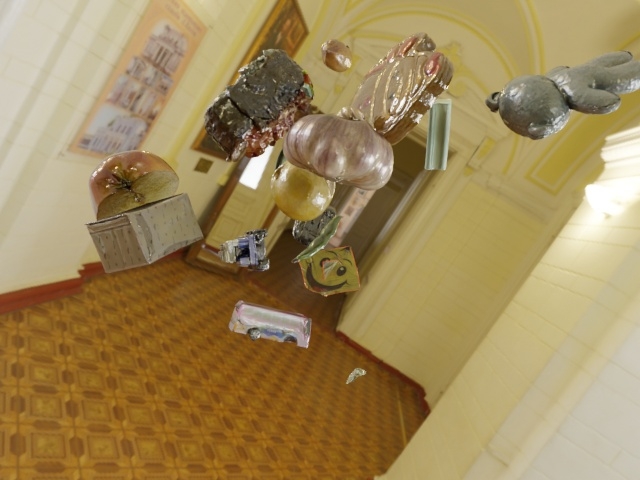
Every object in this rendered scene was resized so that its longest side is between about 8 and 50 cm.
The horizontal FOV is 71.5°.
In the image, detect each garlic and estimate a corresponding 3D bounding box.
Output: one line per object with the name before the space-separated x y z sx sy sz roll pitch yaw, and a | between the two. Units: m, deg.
garlic | 0.043 -0.204 0.953 0.245 0.160 0.245 14 6 -1

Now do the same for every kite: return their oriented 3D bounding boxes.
kite | 0.059 0.146 2.195 0.378 0.327 0.013 27 26 -15

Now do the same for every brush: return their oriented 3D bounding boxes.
brush | -0.033 -0.377 1.072 0.019 0.021 0.083 24 -15 17

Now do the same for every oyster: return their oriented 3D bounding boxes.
oyster | 0.133 0.533 1.758 0.037 0.100 0.098 58 21 13

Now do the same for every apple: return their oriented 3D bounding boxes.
apple | -0.746 -0.200 1.769 0.296 0.328 0.365 10 -14 -3

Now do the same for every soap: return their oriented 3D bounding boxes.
soap | 0.360 -0.325 1.359 0.067 0.197 0.119 5 25 15

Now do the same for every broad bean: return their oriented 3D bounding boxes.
broad bean | 0.001 0.001 1.757 0.060 0.297 0.043 32 -29 21

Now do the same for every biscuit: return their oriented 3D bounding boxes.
biscuit | 0.181 -0.372 1.155 0.074 0.358 0.381 23 -22 -26

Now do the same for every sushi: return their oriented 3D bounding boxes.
sushi | -0.164 -0.351 1.180 0.182 0.343 0.196 39 -16 3

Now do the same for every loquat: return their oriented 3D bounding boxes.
loquat | -0.048 -0.163 1.385 0.213 0.213 0.213 32 6 -4

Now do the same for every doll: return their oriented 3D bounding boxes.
doll | 0.596 -0.335 1.059 0.245 0.341 0.158 -110 -177 -48

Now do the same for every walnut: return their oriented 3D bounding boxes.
walnut | 0.061 -0.717 1.723 0.116 0.115 0.207 34 23 14

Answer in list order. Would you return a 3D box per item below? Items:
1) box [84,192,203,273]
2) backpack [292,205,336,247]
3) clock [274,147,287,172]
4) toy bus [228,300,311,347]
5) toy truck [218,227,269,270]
box | -0.613 -0.032 1.579 0.297 0.225 0.190 -40 115 -59
backpack | -0.029 -0.070 1.991 0.207 0.258 0.133 22 -32 -8
clock | -0.149 -0.347 2.194 0.056 0.280 0.280 7 19 -31
toy bus | -0.165 0.289 1.514 0.274 0.112 0.090 17 -3 -21
toy truck | -0.291 0.040 1.677 0.177 0.160 0.213 -5 -1 -21
